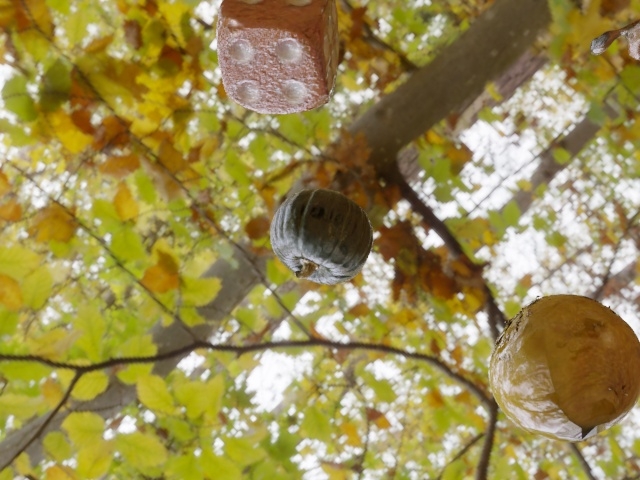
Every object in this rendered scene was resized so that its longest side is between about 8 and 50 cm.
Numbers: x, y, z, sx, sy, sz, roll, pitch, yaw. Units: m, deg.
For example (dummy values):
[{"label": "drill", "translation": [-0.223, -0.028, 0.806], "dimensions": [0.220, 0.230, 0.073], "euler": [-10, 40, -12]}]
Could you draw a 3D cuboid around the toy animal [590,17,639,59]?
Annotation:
[{"label": "toy animal", "translation": [0.415, -0.214, 0.798], "dimensions": [0.312, 0.158, 0.097], "euler": [-3, -137, -13]}]

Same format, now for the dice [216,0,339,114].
[{"label": "dice", "translation": [-0.063, -0.321, 1.483], "dimensions": [0.179, 0.174, 0.175], "euler": [4, -136, 13]}]

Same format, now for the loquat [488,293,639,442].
[{"label": "loquat", "translation": [0.378, 0.197, 1.407], "dimensions": [0.235, 0.235, 0.235], "euler": [28, -145, -22]}]

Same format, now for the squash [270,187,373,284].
[{"label": "squash", "translation": [0.003, -0.005, 1.810], "dimensions": [0.218, 0.218, 0.173], "euler": [18, -127, -34]}]
